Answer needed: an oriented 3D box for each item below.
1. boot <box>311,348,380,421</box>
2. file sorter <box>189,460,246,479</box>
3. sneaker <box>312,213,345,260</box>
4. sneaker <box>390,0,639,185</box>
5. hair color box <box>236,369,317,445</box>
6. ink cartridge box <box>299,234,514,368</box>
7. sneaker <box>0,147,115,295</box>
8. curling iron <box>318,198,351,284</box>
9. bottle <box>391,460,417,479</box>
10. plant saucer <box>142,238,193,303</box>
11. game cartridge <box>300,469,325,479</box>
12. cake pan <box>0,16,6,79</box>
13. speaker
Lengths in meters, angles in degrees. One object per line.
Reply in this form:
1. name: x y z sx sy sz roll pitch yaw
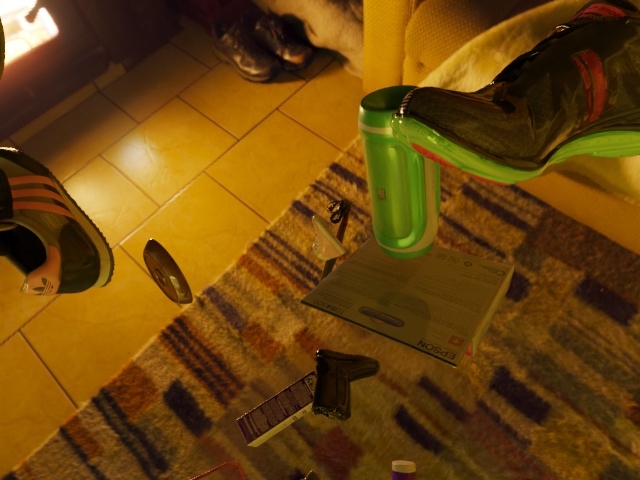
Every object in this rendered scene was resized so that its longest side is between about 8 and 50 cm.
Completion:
1. boot: 0.085 0.477 1.401 0.246 0.094 0.207 17 50 -20
2. file sorter: -0.220 0.705 0.992 0.182 0.202 0.290 -19 31 -17
3. sneaker: 0.000 0.000 1.044 0.070 0.134 0.051 -27 38 14
4. sneaker: 0.301 -0.202 0.562 0.482 0.203 0.185 -14 31 -19
5. hair color box: -0.137 0.645 1.655 0.338 0.185 0.110 -28 66 -12
6. ink cartridge box: 0.181 0.111 0.885 0.323 0.072 0.330 18 38 32
7. sneaker: -0.458 -0.039 0.653 0.319 0.131 0.112 38 111 16
8. curling iron: 0.029 0.015 1.183 0.068 0.274 0.035 8 19 -13
9. bottle: 0.235 0.771 1.198 0.118 0.092 0.283 -13 68 42
10. plant saucer: -0.341 0.075 0.948 0.029 0.169 0.168 -34 63 -32
11. game cartridge: -0.041 0.505 0.585 0.198 0.062 0.297 31 71 38
12. cake pan: -0.666 -0.349 0.723 0.054 0.293 0.294 13 64 3
13. speaker: 0.144 -0.111 0.771 0.131 0.297 0.131 -9 38 7
